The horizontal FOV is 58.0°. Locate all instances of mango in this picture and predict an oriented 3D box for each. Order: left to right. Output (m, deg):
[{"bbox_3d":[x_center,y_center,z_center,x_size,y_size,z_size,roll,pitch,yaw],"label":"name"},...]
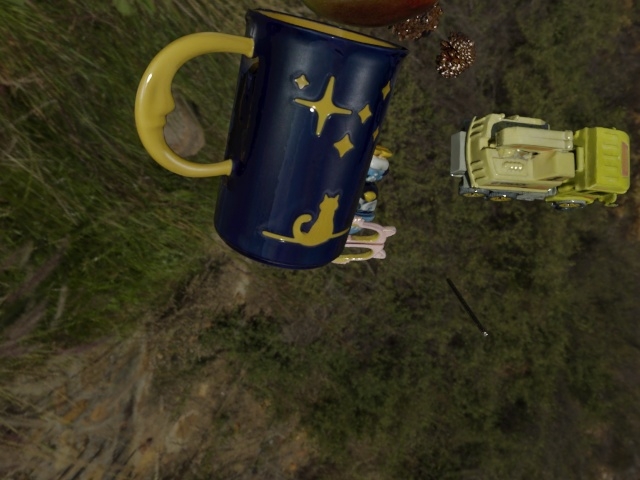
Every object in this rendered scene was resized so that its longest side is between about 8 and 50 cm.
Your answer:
[{"bbox_3d":[0.076,-0.386,0.890,0.133,0.267,0.111,-35,128,-43],"label":"mango"}]

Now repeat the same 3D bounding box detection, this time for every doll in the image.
[{"bbox_3d":[0.103,-0.133,1.690,0.177,0.141,0.314,5,121,-38],"label":"doll"}]

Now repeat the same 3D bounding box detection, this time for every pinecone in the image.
[{"bbox_3d":[0.247,-0.659,1.603,0.179,0.150,0.195,-3,90,-38],"label":"pinecone"},{"bbox_3d":[0.327,-0.444,1.397,0.102,0.102,0.109,-36,155,-49],"label":"pinecone"}]

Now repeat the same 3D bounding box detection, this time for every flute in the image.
[{"bbox_3d":[0.350,0.155,1.400,0.269,0.014,0.014,-106,-150,-66],"label":"flute"}]

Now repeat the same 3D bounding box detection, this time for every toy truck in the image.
[{"bbox_3d":[0.338,-0.122,0.866,0.157,0.272,0.124,169,-75,-71],"label":"toy truck"}]

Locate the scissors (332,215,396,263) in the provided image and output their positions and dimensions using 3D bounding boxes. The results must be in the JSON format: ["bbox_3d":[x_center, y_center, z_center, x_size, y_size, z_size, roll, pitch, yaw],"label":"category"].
[{"bbox_3d":[0.000,0.000,1.240,0.160,0.317,0.024,106,-18,-49],"label":"scissors"}]

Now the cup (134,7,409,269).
[{"bbox_3d":[-0.062,-0.119,0.646,0.178,0.254,0.256,-99,-157,-66],"label":"cup"}]
